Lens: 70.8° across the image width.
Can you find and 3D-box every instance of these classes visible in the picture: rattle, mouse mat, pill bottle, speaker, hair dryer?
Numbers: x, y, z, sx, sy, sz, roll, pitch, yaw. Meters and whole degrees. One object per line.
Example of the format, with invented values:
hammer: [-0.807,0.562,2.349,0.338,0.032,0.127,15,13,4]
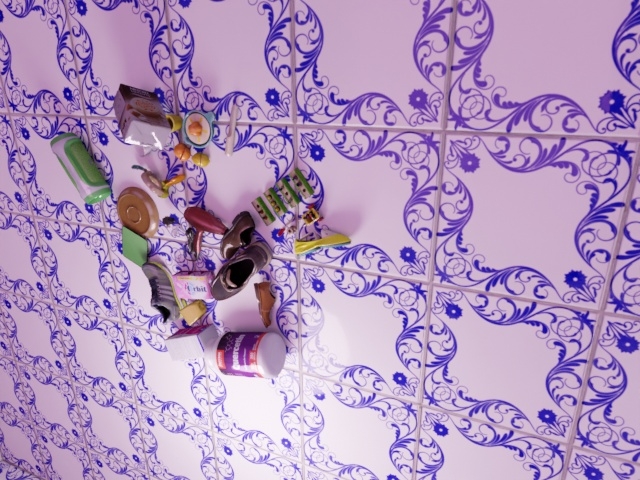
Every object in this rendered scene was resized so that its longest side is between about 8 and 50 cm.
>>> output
rattle: [-0.655,-0.276,1.811,0.143,0.130,0.200,-50,57,20]
mouse mat: [-0.834,0.036,2.023,0.152,0.007,0.190,29,128,12]
pill bottle: [-0.315,0.467,1.853,0.322,0.181,0.182,-5,106,26]
speaker: [-1.030,-0.309,1.939,0.131,0.131,0.297,-28,95,30]
hair dryer: [-0.488,-0.036,1.831,0.293,0.080,0.224,-10,119,34]

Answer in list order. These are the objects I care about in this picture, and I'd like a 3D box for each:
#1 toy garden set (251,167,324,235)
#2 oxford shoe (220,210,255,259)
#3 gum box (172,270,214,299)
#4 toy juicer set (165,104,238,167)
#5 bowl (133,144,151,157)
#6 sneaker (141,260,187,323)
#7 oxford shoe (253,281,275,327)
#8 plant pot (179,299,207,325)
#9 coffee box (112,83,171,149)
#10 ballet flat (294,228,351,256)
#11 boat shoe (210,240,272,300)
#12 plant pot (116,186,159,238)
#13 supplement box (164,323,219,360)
toy garden set: [-0.121,-0.111,1.628,0.244,0.049,0.204,-33,93,31]
oxford shoe: [-0.319,0.001,1.729,0.096,0.082,0.227,53,126,28]
gum box: [-0.532,0.188,1.923,0.188,0.062,0.107,-1,108,26]
toy juicer set: [-0.440,-0.373,1.659,0.328,0.089,0.209,0,108,25]
bowl: [-0.705,-0.405,1.769,0.142,0.053,0.142,0,114,60]
sneaker: [-0.702,0.229,1.983,0.111,0.121,0.300,-29,95,30]
oxford shoe: [-0.214,0.260,1.800,0.075,0.076,0.212,-12,120,-12]
plant pot: [-0.546,0.306,1.966,0.083,0.081,0.082,-35,91,21]
coffee box: [-0.653,-0.451,1.639,0.098,0.141,0.247,-55,50,29]
ballet flat: [0.000,0.000,1.602,0.230,0.077,0.077,-15,85,31]
boat shoe: [-0.340,0.132,1.772,0.132,0.130,0.355,48,121,3]
plant pot: [-0.803,-0.115,1.958,0.236,0.032,0.237,9,113,22]
supplement box: [-0.570,0.456,2.010,0.219,0.111,0.114,-16,101,29]
